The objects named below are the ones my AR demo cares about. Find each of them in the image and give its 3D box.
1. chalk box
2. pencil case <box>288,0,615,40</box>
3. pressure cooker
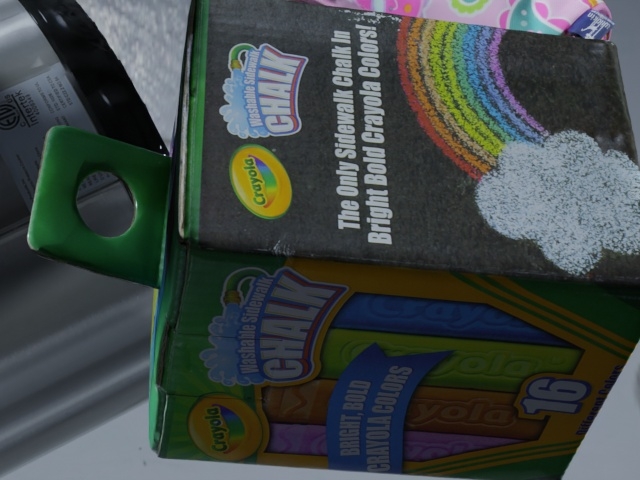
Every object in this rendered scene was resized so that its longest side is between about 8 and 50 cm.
[{"bbox_3d":[0.000,0.000,0.716,0.289,0.179,0.180,6,49,-7],"label":"chalk box"},{"bbox_3d":[0.058,-0.162,0.947,0.284,0.124,0.124,32,78,21],"label":"pencil case"},{"bbox_3d":[-0.334,0.021,1.063,0.420,0.375,0.370,-27,45,-18],"label":"pressure cooker"}]
